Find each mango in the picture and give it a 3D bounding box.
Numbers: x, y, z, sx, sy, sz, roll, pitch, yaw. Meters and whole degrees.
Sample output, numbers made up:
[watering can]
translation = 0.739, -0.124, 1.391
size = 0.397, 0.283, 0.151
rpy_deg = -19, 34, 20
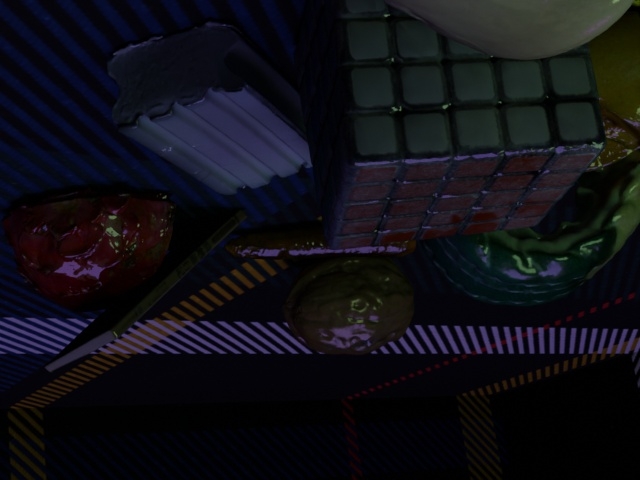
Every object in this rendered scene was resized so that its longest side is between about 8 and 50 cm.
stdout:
[mango]
translation = 0.312, -0.167, 1.198
size = 0.262, 0.167, 0.130
rpy_deg = -18, 174, 20

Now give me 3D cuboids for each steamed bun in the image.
[steamed bun]
translation = 0.119, -0.238, 0.827
size = 0.226, 0.200, 0.170
rpy_deg = 16, 130, -28

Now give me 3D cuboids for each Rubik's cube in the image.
[Rubik's cube]
translation = 0.112, -0.143, 1.042
size = 0.238, 0.236, 0.237
rpy_deg = -4, 161, -9

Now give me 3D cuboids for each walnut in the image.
[walnut]
translation = 0.052, 0.111, 1.908
size = 0.245, 0.198, 0.198
rpy_deg = -5, 163, -12

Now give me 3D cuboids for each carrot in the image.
[carrot]
translation = 0.000, 0.000, 1.756
size = 0.314, 0.066, 0.066
rpy_deg = -2, 162, -8

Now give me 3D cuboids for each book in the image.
[book]
translation = -0.259, 0.074, 1.611
size = 0.217, 0.021, 0.310
rpy_deg = -28, -166, 48

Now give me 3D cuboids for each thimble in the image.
[thimble]
translation = 0.268, -0.053, 1.361
size = 0.288, 0.254, 0.167
rpy_deg = -7, 164, -9

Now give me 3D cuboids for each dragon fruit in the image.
[dragon fruit]
translation = -0.327, 0.011, 1.524
size = 0.262, 0.189, 0.163
rpy_deg = -17, -168, 15

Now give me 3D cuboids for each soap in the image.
[soap]
translation = -0.111, -0.143, 1.196
size = 0.150, 0.094, 0.261
rpy_deg = -18, 160, 16

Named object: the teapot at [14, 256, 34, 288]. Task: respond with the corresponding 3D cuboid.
[teapot]
translation = -0.443, 0.040, 1.662
size = 0.045, 0.067, 0.100
rpy_deg = -9, 160, 12
